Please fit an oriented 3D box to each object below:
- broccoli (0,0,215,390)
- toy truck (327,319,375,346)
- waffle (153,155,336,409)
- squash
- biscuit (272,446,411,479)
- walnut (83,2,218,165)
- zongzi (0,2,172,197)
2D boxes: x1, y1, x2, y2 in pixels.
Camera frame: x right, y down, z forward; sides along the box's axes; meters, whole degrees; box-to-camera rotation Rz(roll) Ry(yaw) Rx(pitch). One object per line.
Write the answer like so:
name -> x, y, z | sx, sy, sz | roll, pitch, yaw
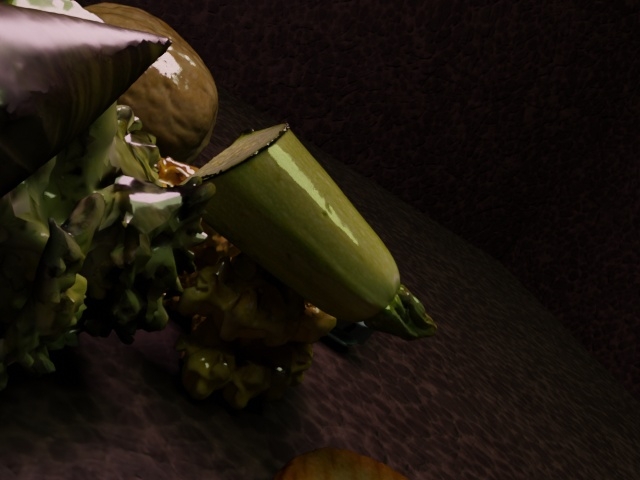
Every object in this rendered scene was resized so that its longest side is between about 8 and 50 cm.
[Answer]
broccoli -> -0.259, -0.039, 0.622 | 0.334, 0.324, 0.272 | 20, -23, -27
toy truck -> -0.058, 0.013, 1.149 | 0.338, 0.133, 0.184 | 35, 29, -16
waffle -> -0.121, 0.033, 0.887 | 0.324, 0.151, 0.261 | 47, 20, 32
squash -> -0.003, -0.001, 0.749 | 0.287, 0.137, 0.137 | 43, 14, 7
biscuit -> 0.083, 0.306, 0.689 | 0.318, 0.040, 0.318 | 35, 12, -9
walnut -> -0.277, -0.208, 1.106 | 0.283, 0.227, 0.282 | 12, 66, -27
zongzi -> -0.344, -0.107, 0.402 | 0.403, 0.207, 0.432 | 32, 44, 6
